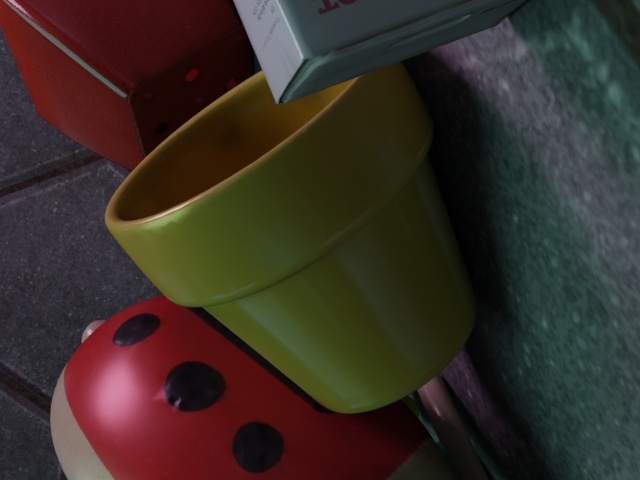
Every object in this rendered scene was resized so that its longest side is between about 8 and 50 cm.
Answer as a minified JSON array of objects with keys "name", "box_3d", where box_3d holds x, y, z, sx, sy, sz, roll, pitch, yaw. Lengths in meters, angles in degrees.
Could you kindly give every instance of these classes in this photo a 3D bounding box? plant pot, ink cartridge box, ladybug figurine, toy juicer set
[{"name":"plant pot","box_3d":[-0.230,-0.244,1.167,0.236,0.267,0.267,45,159,24]},{"name":"ink cartridge box","box_3d":[0.011,-0.201,0.475,0.212,0.154,0.093,66,167,2]},{"name":"plant pot","box_3d":[0.000,0.000,0.711,0.239,0.254,0.254,56,171,-21]},{"name":"ladybug figurine","box_3d":[-0.055,0.183,0.817,0.450,0.305,0.161,29,118,19]},{"name":"toy juicer set","box_3d":[0.128,0.253,0.976,0.329,0.090,0.209,116,150,-53]}]
